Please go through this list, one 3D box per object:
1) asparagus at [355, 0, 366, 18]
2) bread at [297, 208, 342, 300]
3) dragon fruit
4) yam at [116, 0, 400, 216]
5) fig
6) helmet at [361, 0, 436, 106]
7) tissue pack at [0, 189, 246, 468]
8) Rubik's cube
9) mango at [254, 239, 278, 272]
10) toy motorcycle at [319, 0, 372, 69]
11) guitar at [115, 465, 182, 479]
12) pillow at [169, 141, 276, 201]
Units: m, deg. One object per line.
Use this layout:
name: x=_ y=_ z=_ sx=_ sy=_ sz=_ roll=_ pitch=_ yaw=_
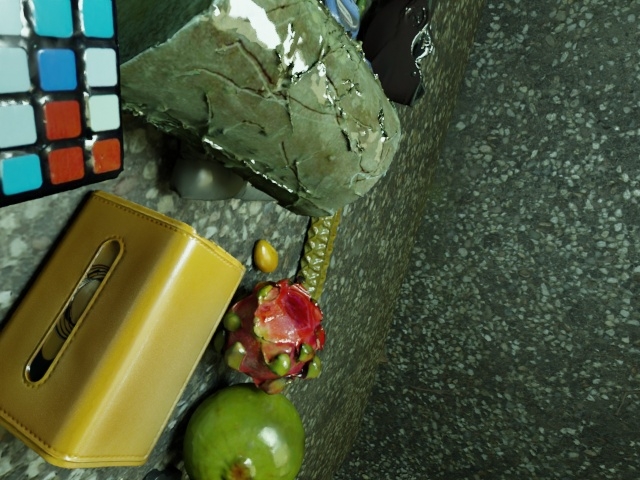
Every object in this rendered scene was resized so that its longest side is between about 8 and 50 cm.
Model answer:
asparagus: x=0.094 y=-0.552 z=1.054 sx=0.025 sy=0.021 sz=0.109 roll=7 pitch=102 yaw=-64
bread: x=0.000 y=0.000 z=1.227 sx=0.077 sy=0.084 sz=0.368 roll=-132 pitch=-127 yaw=-69
dragon fruit: x=-0.094 y=0.208 z=0.976 sx=0.307 sy=0.243 sz=0.228 roll=18 pitch=53 yaw=-64
yam: x=-0.071 y=-0.175 z=0.525 sx=0.348 sy=0.240 sz=0.241 roll=32 pitch=78 yaw=-44
fig: x=-0.157 y=0.441 z=1.008 sx=0.326 sy=0.257 sz=0.258 roll=50 pitch=61 yaw=-84
helmet: x=0.193 y=-0.498 z=1.132 sx=0.225 sy=0.176 sz=0.306 roll=-12 pitch=110 yaw=-72
tissue pack: x=-0.253 y=0.102 z=0.555 sx=0.275 sy=0.194 sz=0.145 roll=-65 pitch=158 yaw=-15
Rubik's cube: x=-0.274 y=-0.134 z=0.315 sx=0.182 sy=0.184 sz=0.187 roll=-36 pitch=139 yaw=-55
mango: x=-0.125 y=0.035 z=1.008 sx=0.060 sy=0.046 sz=0.089 roll=-53 pitch=140 yaw=-41
toy motorcycle: x=-0.020 y=-0.357 z=0.739 sx=0.358 sy=0.125 sz=0.213 roll=4 pitch=68 yaw=-59
guitar: x=-0.348 y=0.487 z=0.884 sx=0.088 sy=0.025 sz=0.233 roll=-60 pitch=156 yaw=-22
pillow: x=-0.116 y=-0.179 z=0.771 sx=0.326 sy=0.101 sz=0.228 roll=-5 pitch=111 yaw=-64
